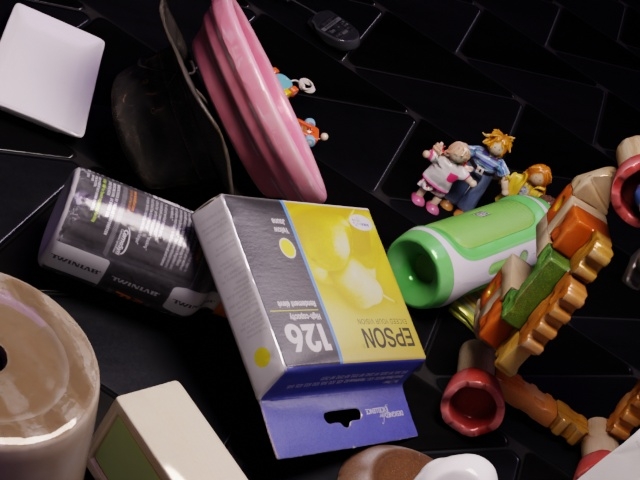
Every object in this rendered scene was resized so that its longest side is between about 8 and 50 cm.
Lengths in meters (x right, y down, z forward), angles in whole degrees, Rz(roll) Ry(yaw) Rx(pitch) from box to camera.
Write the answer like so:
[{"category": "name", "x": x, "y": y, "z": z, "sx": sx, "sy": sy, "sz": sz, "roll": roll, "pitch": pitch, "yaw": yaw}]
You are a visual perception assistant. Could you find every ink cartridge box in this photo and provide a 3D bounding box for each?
[{"category": "ink cartridge box", "x": 0.007, "y": 0.097, "z": 1.440, "sx": 0.304, "sy": 0.072, "sz": 0.307, "roll": 4, "pitch": 58, "yaw": -54}]

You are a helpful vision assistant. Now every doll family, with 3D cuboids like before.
[{"category": "doll family", "x": 0.287, "y": -0.095, "z": 1.973, "sx": 0.263, "sy": 0.163, "sz": 0.118, "roll": 31, "pitch": 33, "yaw": -4}]

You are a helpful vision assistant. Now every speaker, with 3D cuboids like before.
[{"category": "speaker", "x": 0.237, "y": 0.013, "z": 1.798, "sx": 0.296, "sy": 0.131, "sz": 0.131, "roll": -18, "pitch": 58, "yaw": -42}]

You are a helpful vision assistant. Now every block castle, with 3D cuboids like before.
[{"category": "block castle", "x": 0.386, "y": 0.117, "z": 1.523, "sx": 0.303, "sy": 0.453, "sz": 0.213, "roll": 32, "pitch": 25, "yaw": -4}]

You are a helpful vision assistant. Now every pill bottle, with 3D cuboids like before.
[{"category": "pill bottle", "x": -0.204, "y": 0.014, "z": 1.431, "sx": 0.246, "sy": 0.130, "sz": 0.130, "roll": 22, "pitch": 34, "yaw": -17}]

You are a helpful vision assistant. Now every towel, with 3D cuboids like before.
[{"category": "towel", "x": 0.286, "y": 0.096, "z": 1.861, "sx": 0.102, "sy": 0.021, "sz": 0.237, "roll": 44, "pitch": 33, "yaw": 10}]

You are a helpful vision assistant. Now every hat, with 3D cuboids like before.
[{"category": "hat", "x": -0.210, "y": -0.158, "z": 1.618, "sx": 0.134, "sy": 0.331, "sz": 0.331, "roll": -21, "pitch": 50, "yaw": -3}]

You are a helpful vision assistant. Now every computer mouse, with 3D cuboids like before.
[{"category": "computer mouse", "x": -0.026, "y": -0.429, "z": 2.261, "sx": 0.242, "sy": 0.041, "sz": 0.071, "roll": 38, "pitch": 49, "yaw": 15}]

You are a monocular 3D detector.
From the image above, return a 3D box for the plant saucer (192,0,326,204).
[{"category": "plant saucer", "x": -0.095, "y": -0.192, "z": 1.712, "sx": 0.332, "sy": 0.084, "sz": 0.332, "roll": -24, "pitch": 90, "yaw": -86}]

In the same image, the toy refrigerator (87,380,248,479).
[{"category": "toy refrigerator", "x": -0.125, "y": 0.280, "z": 1.180, "sx": 0.094, "sy": 0.102, "sz": 0.269, "roll": -11, "pitch": 54, "yaw": -48}]

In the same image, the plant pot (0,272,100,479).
[{"category": "plant pot", "x": -0.320, "y": 0.179, "z": 0.978, "sx": 0.323, "sy": 0.280, "sz": 0.323, "roll": 24, "pitch": 33, "yaw": -16}]

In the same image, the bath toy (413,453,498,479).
[{"category": "bath toy", "x": 0.225, "y": 0.387, "z": 1.301, "sx": 0.348, "sy": 0.151, "sz": 0.129, "roll": 50, "pitch": 5, "yaw": 11}]

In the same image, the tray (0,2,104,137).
[{"category": "tray", "x": -0.393, "y": -0.239, "z": 1.687, "sx": 0.145, "sy": 0.030, "sz": 0.270, "roll": 21, "pitch": 35, "yaw": -18}]

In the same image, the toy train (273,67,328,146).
[{"category": "toy train", "x": -0.054, "y": -0.212, "z": 1.941, "sx": 0.125, "sy": 0.046, "sz": 0.166, "roll": 21, "pitch": 38, "yaw": -22}]

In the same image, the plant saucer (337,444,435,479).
[{"category": "plant saucer", "x": 0.114, "y": 0.315, "z": 1.407, "sx": 0.199, "sy": 0.036, "sz": 0.198, "roll": 22, "pitch": 34, "yaw": -16}]

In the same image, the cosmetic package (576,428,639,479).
[{"category": "cosmetic package", "x": 0.470, "y": 0.364, "z": 1.456, "sx": 0.385, "sy": 0.217, "sz": 0.156, "roll": 14, "pitch": 39, "yaw": -36}]
